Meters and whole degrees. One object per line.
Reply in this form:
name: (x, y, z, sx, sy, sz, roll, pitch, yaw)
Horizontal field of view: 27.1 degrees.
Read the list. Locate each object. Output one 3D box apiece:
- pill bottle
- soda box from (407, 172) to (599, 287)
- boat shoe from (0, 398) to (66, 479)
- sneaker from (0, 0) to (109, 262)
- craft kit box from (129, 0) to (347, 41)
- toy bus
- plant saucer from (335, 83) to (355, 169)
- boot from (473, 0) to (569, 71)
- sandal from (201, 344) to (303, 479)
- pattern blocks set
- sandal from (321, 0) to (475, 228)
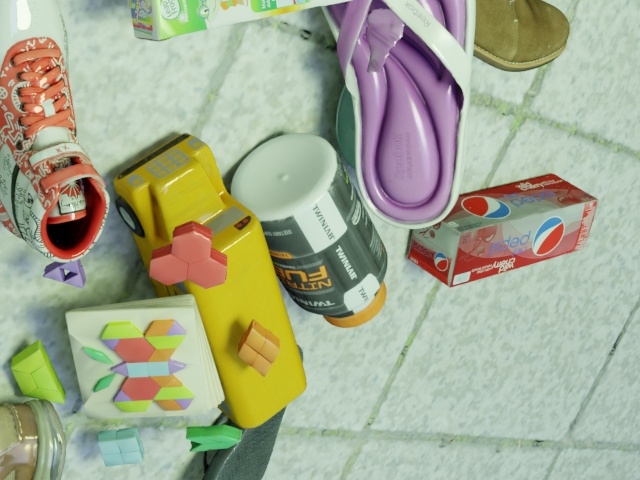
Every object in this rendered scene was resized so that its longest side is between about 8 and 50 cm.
pill bottle: (0.000, 0.000, 1.542, 0.130, 0.130, 0.246, -43, 137, -12)
soda box: (0.245, -0.017, 1.778, 0.263, 0.092, 0.083, -13, 124, -36)
boat shoe: (-0.375, 0.313, 1.437, 0.116, 0.123, 0.324, 8, 107, -34)
sneaker: (-0.252, -0.112, 1.232, 0.090, 0.145, 0.270, -15, 125, -35)
craft kit box: (-0.077, -0.334, 1.263, 0.246, 0.061, 0.250, -18, 111, -36)
toy bus: (-0.117, 0.049, 1.470, 0.108, 0.130, 0.333, -34, 135, -21)
plant saucer: (0.086, -0.171, 1.575, 0.195, 0.037, 0.195, -23, 130, -29)
boot: (0.204, -0.276, 1.535, 0.305, 0.112, 0.115, 3, 141, -42)
sandal: (-0.096, 0.239, 1.682, 0.097, 0.054, 0.254, 27, 88, -55)
pattern blocks set: (-0.188, 0.128, 1.420, 0.285, 0.026, 0.325, -14, 131, 10)
sandal: (0.088, -0.193, 1.420, 0.169, 0.102, 0.416, -7, 116, 13)
